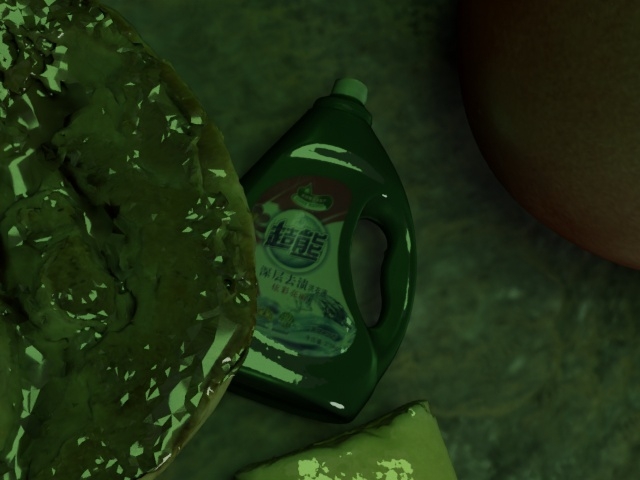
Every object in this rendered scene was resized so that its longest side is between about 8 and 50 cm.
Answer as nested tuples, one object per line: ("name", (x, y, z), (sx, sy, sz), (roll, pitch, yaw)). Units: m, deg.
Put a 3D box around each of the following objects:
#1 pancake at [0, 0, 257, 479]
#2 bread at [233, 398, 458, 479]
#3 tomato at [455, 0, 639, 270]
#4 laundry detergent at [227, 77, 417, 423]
("pancake", (-0.226, 0.005, 1.126), (0.387, 0.082, 0.387), (3, 73, -10))
("bread", (0.039, 0.199, 1.200), (0.139, 0.060, 0.178), (-20, 86, -23))
("tomato", (0.252, -0.128, 1.214), (0.321, 0.321, 0.321), (4, 77, -19))
("laundry detergent", (0.000, 0.000, 1.229), (0.137, 0.063, 0.211), (22, 70, -8))
